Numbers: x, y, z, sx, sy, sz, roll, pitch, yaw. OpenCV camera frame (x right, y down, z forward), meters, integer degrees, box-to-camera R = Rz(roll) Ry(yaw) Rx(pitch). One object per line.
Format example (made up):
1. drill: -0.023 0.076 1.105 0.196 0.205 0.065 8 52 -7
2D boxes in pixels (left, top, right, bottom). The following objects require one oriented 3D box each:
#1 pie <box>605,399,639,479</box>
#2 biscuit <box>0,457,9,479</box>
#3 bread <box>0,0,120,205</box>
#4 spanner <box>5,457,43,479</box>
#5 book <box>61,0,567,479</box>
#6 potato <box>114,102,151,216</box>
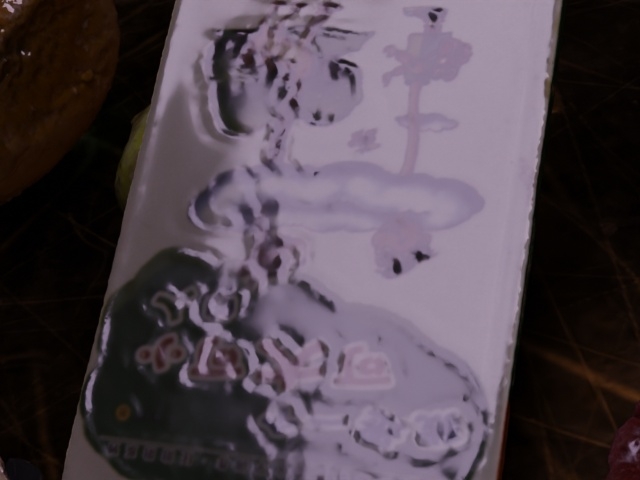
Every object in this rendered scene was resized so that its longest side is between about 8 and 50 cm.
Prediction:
1. pie: 0.222 0.107 0.765 0.153 0.038 0.153 -39 26 24
2. biscuit: -0.262 0.294 0.666 0.446 0.104 0.429 -34 44 -22
3. bread: -0.289 -0.127 1.141 0.195 0.176 0.246 17 55 32
4. spanner: -0.207 0.208 0.832 0.046 0.012 0.208 -2 40 12
5. book: 0.000 0.000 0.866 0.260 0.043 0.371 4 70 18
6. potato: 0.000 -0.048 0.988 0.298 0.141 0.176 2 61 16
